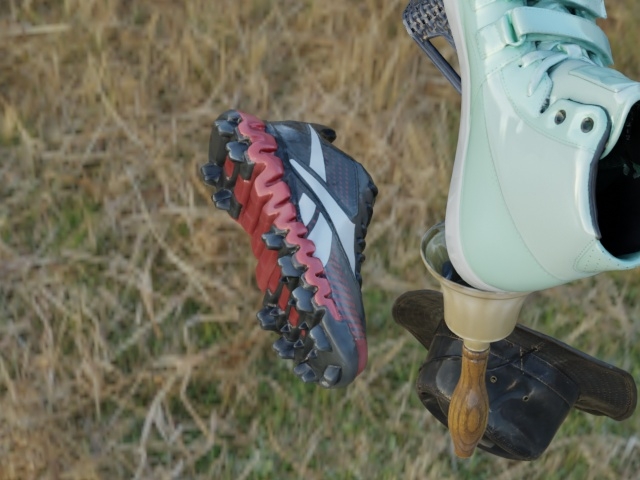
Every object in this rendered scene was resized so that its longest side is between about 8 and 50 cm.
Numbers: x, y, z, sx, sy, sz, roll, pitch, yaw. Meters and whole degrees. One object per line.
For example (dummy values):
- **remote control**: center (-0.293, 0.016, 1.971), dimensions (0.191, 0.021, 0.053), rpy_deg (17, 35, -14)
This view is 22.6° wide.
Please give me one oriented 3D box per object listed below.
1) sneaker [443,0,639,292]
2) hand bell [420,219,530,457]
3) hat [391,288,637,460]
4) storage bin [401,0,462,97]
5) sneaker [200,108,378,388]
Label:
- **sneaker**: center (0.138, -0.101, 0.842), dimensions (0.094, 0.151, 0.255), rpy_deg (3, 86, -29)
- **hand bell**: center (0.148, 0.109, 1.523), dimensions (0.126, 0.242, 0.126), rpy_deg (2, 35, -1)
- **hat**: center (0.221, 0.191, 1.990), dimensions (0.331, 0.331, 0.134), rpy_deg (20, 71, 11)
- **storage bin**: center (0.158, -0.213, 1.483), dimensions (0.122, 0.084, 0.180), rpy_deg (49, 29, -13)
- **sneaker**: center (0.000, 0.000, 1.342), dimensions (0.135, 0.097, 0.276), rpy_deg (-5, 53, -25)
